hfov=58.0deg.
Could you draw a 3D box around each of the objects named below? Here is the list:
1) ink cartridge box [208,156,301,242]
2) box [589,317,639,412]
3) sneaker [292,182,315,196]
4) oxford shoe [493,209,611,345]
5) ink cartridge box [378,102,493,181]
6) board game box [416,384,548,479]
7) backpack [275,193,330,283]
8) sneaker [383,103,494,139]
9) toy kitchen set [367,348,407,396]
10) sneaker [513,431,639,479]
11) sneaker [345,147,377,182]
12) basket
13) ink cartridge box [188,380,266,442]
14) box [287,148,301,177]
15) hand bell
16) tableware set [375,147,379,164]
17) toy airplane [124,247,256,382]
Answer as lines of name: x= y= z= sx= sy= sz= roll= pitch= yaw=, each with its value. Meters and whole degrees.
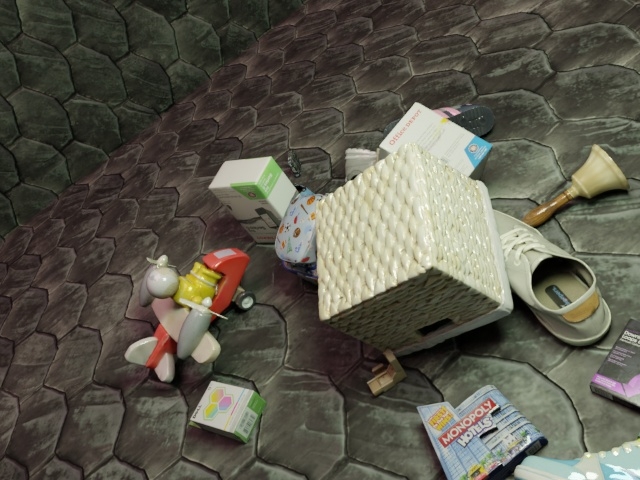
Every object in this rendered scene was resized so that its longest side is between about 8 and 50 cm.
ink cartridge box: x=-0.170 y=-0.115 z=1.753 sx=0.198 sy=0.273 sz=0.115 roll=0 pitch=52 yaw=37
box: x=0.575 y=0.224 z=1.031 sx=0.116 sy=0.029 sz=0.162 roll=20 pitch=62 yaw=47
sneaker: x=-0.085 y=-0.165 z=1.901 sx=0.162 sy=0.073 sz=0.063 roll=11 pitch=57 yaw=43
oxford shoe: x=0.430 y=0.037 z=1.236 sx=0.169 sy=0.130 sz=0.449 roll=-35 pitch=42 yaw=-1
ink cartridge box: x=0.290 y=-0.205 z=1.510 sx=0.232 sy=0.168 sz=0.171 roll=36 pitch=73 yaw=17
board game box: x=0.281 y=0.359 z=1.085 sx=0.194 sy=0.060 sz=0.194 roll=-38 pitch=39 yaw=-4
backpack: x=0.000 y=0.000 z=1.538 sx=0.263 sy=0.213 sz=0.276 roll=-1 pitch=63 yaw=64
sneaker: x=0.337 y=-0.331 z=1.701 sx=0.319 sy=0.112 sz=0.131 roll=-8 pitch=19 yaw=0
toy kitchen set: x=0.130 y=0.279 z=1.269 sx=0.083 sy=0.075 sz=0.068 roll=-33 pitch=37 yaw=-1
sneaker: x=0.482 y=0.344 z=0.902 sx=0.319 sy=0.127 sz=0.208 roll=7 pitch=56 yaw=29
sneaker: x=0.197 y=-0.209 z=1.746 sx=0.281 sy=0.105 sz=0.115 roll=10 pitch=91 yaw=37
basket: x=0.180 y=0.032 z=1.231 sx=0.328 sy=0.266 sz=0.331 roll=-31 pitch=48 yaw=38
ink cartridge box: x=-0.246 y=0.414 z=1.420 sx=0.209 sy=0.062 sz=0.109 roll=1 pitch=51 yaw=38
box: x=-0.091 y=-0.270 z=2.023 sx=0.018 sy=0.067 sz=0.083 roll=-22 pitch=40 yaw=17
hand bell: x=0.566 y=-0.100 z=1.341 sx=0.242 sy=0.126 sz=0.126 roll=-36 pitch=36 yaw=17
tableware set: x=0.216 y=-0.186 z=1.664 sx=0.168 sy=0.141 sz=0.020 roll=14 pitch=14 yaw=29
toy airplane: x=-0.400 y=0.189 z=1.603 sx=0.386 sy=0.272 sz=0.384 roll=-15 pitch=43 yaw=24
